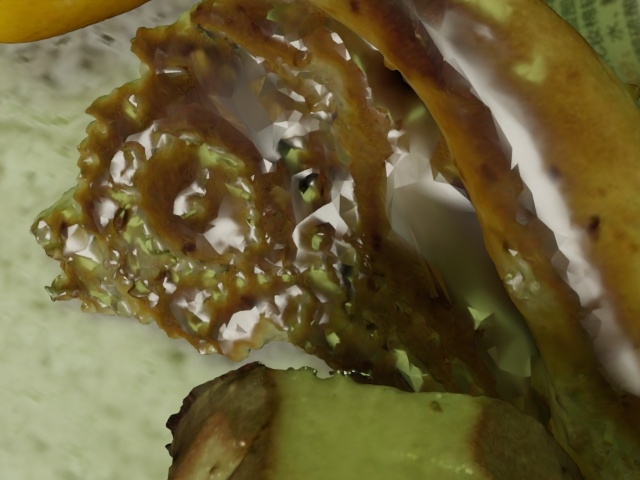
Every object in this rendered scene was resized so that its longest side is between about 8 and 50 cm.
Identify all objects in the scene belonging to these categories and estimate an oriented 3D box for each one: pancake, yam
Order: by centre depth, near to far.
[{"bbox_3d":[0.004,0.141,0.505,0.129,0.128,0.238,-23,30,25],"label":"yam"},{"bbox_3d":[0.000,0.000,0.627,0.244,0.057,0.266,-17,96,32],"label":"pancake"}]

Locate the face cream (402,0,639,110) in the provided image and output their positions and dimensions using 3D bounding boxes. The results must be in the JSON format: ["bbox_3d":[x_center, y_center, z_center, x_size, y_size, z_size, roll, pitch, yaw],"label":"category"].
[{"bbox_3d":[0.121,-0.073,0.609,0.269,0.082,0.082,-12,55,42],"label":"face cream"}]

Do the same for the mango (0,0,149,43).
[{"bbox_3d":[-0.073,-0.187,0.723,0.126,0.154,0.252,10,71,44],"label":"mango"}]
